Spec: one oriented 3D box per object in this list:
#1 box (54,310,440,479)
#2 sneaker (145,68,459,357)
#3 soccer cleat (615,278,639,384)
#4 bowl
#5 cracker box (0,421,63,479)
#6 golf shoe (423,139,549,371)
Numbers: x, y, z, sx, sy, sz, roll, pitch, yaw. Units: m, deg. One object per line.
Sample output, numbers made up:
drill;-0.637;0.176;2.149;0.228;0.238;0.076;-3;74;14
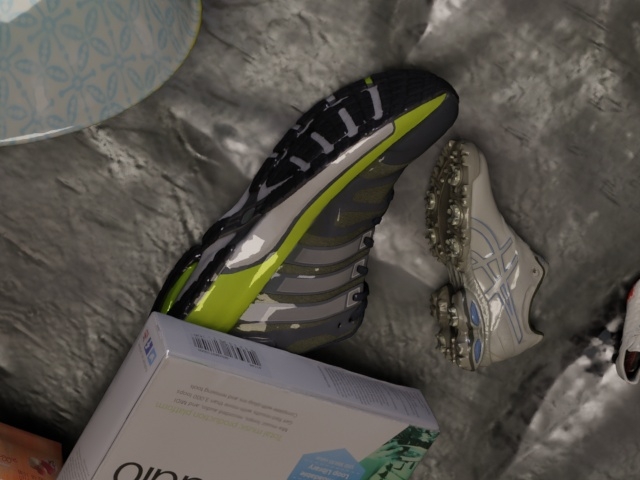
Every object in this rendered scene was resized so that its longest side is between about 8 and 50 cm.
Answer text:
box;-0.090;0.218;1.199;0.232;0.058;0.322;18;118;-27
sneaker;0.000;0.000;1.176;0.121;0.111;0.300;37;109;-22
soccer cleat;0.240;0.068;1.209;0.029;0.035;0.083;12;107;-1
bowl;-0.230;-0.201;1.068;0.290;0.289;0.156;-13;63;6
cracker box;-0.318;0.224;1.219;0.156;0.067;0.232;25;119;-31
golf shoe;0.126;0.007;1.192;0.086;0.069;0.176;-9;111;-15
